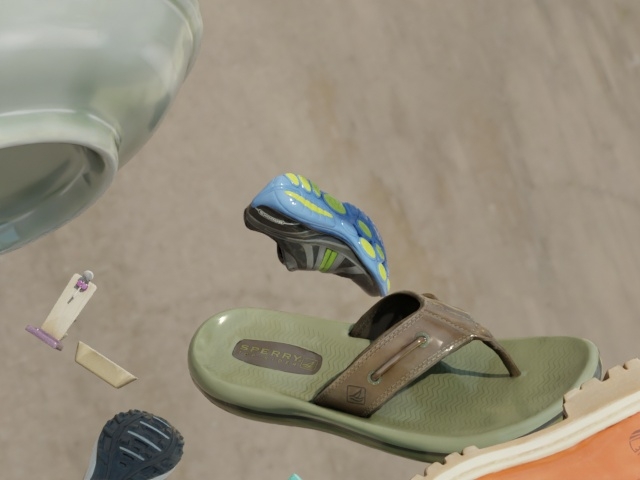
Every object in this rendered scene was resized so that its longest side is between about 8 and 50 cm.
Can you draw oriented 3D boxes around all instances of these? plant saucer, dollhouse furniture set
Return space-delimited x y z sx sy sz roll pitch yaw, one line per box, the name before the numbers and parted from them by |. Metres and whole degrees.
plant saucer | -0.258 -0.063 1.146 0.400 0.400 0.101 12 53 -64
dollhouse furniture set | -0.214 0.087 1.590 0.114 0.081 0.091 33 -6 4

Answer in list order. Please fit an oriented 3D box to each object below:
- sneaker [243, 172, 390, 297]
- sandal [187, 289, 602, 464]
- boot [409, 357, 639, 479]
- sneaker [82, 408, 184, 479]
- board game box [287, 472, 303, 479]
sneaker | 0.000 0.000 1.550 0.188 0.078 0.067 34 38 -38
sandal | 0.044 0.083 1.136 0.120 0.302 0.086 -65 155 -50
boot | 0.072 0.106 0.520 0.085 0.158 0.059 56 -15 29
sneaker | -0.251 0.305 1.931 0.100 0.108 0.271 30 41 0
board game box | -0.058 0.261 1.063 0.047 0.210 0.160 41 -7 25
